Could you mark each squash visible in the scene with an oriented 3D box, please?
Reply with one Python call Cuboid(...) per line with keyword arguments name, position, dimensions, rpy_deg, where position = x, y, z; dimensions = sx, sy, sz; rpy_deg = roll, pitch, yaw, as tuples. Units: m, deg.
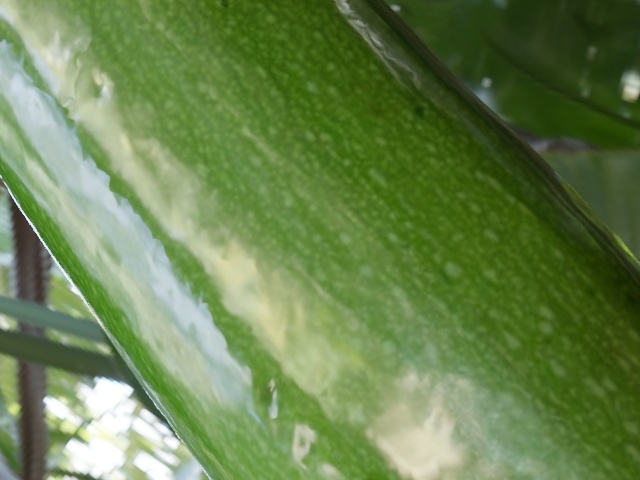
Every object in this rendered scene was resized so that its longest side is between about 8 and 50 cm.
Cuboid(name="squash", position=(0.000, 0.000, 0.399), dimensions=(0.101, 0.379, 0.101), rpy_deg=(-34, -23, -16))
